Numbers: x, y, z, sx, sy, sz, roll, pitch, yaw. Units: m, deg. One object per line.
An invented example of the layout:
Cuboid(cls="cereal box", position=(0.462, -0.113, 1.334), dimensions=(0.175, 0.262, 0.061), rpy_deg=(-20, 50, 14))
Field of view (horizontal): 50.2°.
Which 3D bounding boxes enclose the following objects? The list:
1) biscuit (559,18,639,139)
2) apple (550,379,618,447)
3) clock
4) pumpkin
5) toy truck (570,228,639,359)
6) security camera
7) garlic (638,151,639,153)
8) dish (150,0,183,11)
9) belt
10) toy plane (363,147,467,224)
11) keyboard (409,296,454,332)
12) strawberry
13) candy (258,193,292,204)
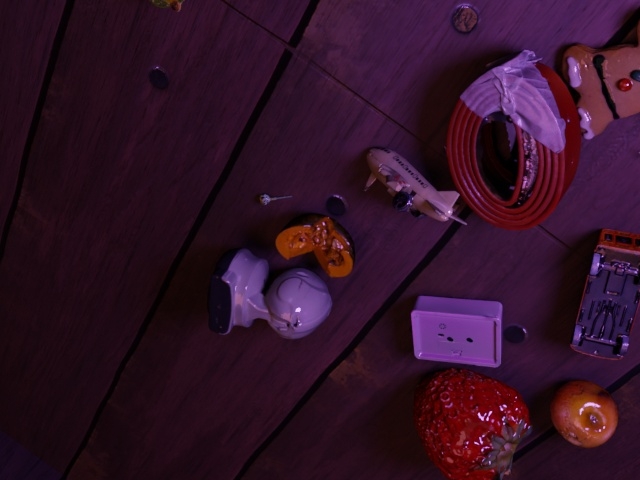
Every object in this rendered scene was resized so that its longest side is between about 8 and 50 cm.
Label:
Cuboid(cls="biscuit", position=(0.555, -0.281, 1.139), dimensions=(0.301, 0.049, 0.197), rpy_deg=(-9, 117, 39))
Cuboid(cls="apple", position=(0.580, 0.378, 1.499), dimensions=(0.146, 0.146, 0.146), rpy_deg=(11, 123, 18))
Cuboid(cls="clock", position=(0.312, 0.207, 1.554), dimensions=(0.197, 0.063, 0.150), rpy_deg=(3, 124, 19))
Cuboid(cls="pumpkin", position=(0.000, 0.000, 1.555), dimensions=(0.183, 0.108, 0.119), rpy_deg=(26, 134, -1))
Cuboid(cls="toy truck", position=(0.574, 0.110, 1.357), dimensions=(0.107, 0.114, 0.253), rpy_deg=(11, 122, 17))
Cuboid(cls="security camera", position=(-0.113, 0.136, 1.641), dimensions=(0.277, 0.191, 0.197), rpy_deg=(14, 119, 13))
Cuboid(cls="garlic", position=(0.663, -0.085, 1.218), dimensions=(0.128, 0.090, 0.198), rpy_deg=(-12, 119, 43))
Cuboid(cls="dish", position=(-0.311, -0.567, 1.368), dimensions=(0.148, 0.080, 0.208), rpy_deg=(-9, 114, 24))
Cuboid(cls="belt", position=(0.350, -0.183, 1.259), dimensions=(0.227, 0.115, 0.324), rpy_deg=(5, 122, 33))
Cuboid(cls="toy plane", position=(0.177, -0.109, 1.378), dimensions=(0.256, 0.242, 0.104), rpy_deg=(32, 103, 38))
Cuboid(cls="keyboard", position=(0.275, 0.188, 1.604), dimensions=(0.053, 0.010, 0.155), rpy_deg=(42, 127, -5))
Cuboid(cls="strawberry", position=(0.329, 0.420, 1.593), dimensions=(0.277, 0.257, 0.257), rpy_deg=(27, 134, 46))
Cuboid(cls="candy", position=(-0.105, -0.101, 1.599), dimensions=(0.083, 0.025, 0.023), rpy_deg=(-9, 143, 19))
